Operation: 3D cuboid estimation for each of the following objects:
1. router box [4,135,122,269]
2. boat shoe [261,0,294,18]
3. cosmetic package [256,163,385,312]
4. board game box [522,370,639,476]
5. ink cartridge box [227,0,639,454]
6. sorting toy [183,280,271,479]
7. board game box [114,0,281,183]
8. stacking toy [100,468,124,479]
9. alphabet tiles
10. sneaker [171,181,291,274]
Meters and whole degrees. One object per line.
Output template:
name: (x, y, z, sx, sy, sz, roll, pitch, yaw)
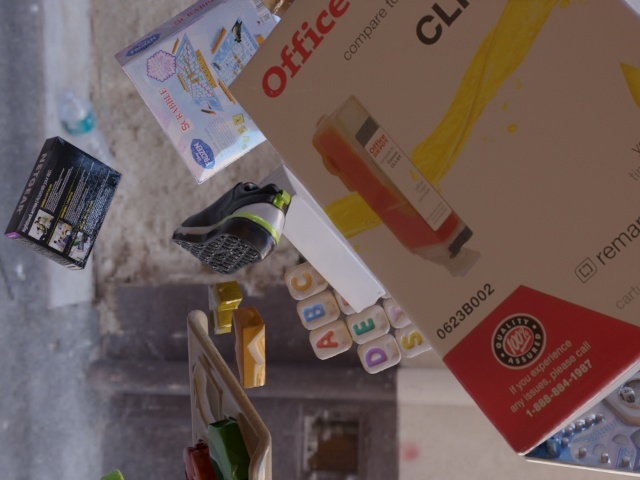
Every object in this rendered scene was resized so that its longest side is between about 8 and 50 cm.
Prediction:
router box: (-0.413, -0.060, 1.646, 0.133, 0.046, 0.178, 34, 64, -35)
boat shoe: (-0.029, -0.397, 1.299, 0.122, 0.120, 0.324, -51, -158, 38)
cosmetic package: (0.000, 0.000, 1.536, 0.239, 0.060, 0.099, 48, 8, -33)
board game box: (0.621, 0.295, 1.977, 0.390, 0.390, 0.050, -56, 140, -47)
ink cartridge box: (0.149, -0.080, 0.782, 0.384, 0.279, 0.160, 52, 29, 18)
sorting toy: (-0.092, 0.166, 0.924, 0.229, 0.041, 0.307, -127, -147, -54)
board game box: (-0.193, -0.322, 2.029, 0.066, 0.318, 0.318, 50, -9, 50)
stacking toy: (-0.289, 0.475, 1.397, 0.279, 0.130, 0.308, -168, -119, -70)
alphabet tiles: (0.093, 0.078, 1.744, 0.021, 0.278, 0.284, -123, -169, -80)
sneaker: (-0.098, -0.020, 1.238, 0.084, 0.235, 0.097, 39, 68, -24)
